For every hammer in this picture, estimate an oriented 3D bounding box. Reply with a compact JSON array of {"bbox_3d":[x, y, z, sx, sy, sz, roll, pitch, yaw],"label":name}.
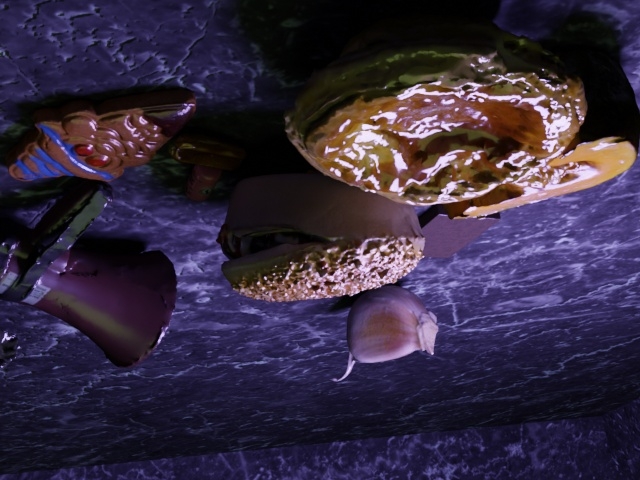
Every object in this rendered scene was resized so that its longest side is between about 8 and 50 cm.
[{"bbox_3d":[-0.162,-0.084,1.315,0.043,0.043,0.083,1,156,-23],"label":"hammer"}]

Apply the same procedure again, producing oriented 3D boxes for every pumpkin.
[{"bbox_3d":[0.274,-0.135,1.244,0.280,0.139,0.190,-17,160,9],"label":"pumpkin"}]

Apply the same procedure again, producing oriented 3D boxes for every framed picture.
[{"bbox_3d":[0.213,-0.014,1.653,0.127,0.023,0.168,3,154,-26],"label":"framed picture"}]

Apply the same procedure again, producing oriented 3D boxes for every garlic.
[{"bbox_3d":[0.106,0.174,1.894,0.128,0.148,0.266,38,136,-20],"label":"garlic"}]

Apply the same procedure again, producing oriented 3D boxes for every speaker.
[{"bbox_3d":[-0.358,0.049,1.389,0.259,0.198,0.329,-10,153,37],"label":"speaker"}]

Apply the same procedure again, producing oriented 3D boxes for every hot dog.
[{"bbox_3d":[-0.147,-0.119,1.252,0.122,0.037,0.049,7,141,-46],"label":"hot dog"}]

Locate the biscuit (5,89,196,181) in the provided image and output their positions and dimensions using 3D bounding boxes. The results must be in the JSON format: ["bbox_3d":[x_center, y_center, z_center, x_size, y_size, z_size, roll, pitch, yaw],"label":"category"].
[{"bbox_3d":[-0.274,-0.125,1.191,0.280,0.043,0.183,-15,160,19],"label":"biscuit"}]

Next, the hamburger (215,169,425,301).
[{"bbox_3d":[0.000,0.000,1.342,0.302,0.170,0.302,-1,175,0],"label":"hamburger"}]

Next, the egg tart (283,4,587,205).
[{"bbox_3d":[0.126,-0.160,1.097,0.351,0.150,0.352,-1,159,-1],"label":"egg tart"}]

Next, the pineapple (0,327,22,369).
[{"bbox_3d":[-0.721,0.271,1.764,0.362,0.202,0.202,-24,155,8],"label":"pineapple"}]
